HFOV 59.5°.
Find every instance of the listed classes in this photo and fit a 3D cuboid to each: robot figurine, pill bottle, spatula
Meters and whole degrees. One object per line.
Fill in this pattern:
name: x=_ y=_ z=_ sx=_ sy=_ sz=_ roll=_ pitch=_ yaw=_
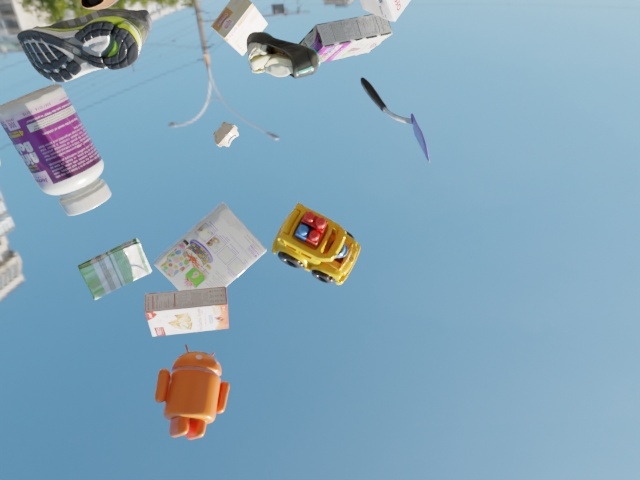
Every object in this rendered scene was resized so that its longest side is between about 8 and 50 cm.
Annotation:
robot figurine: x=-0.314 y=0.369 z=1.374 sx=0.158 sy=0.128 sz=0.219 roll=2 pitch=-119 yaw=4
pill bottle: x=-0.653 y=-0.220 z=1.400 sx=0.169 sy=0.301 sz=0.169 roll=-17 pitch=-155 yaw=9
spatula: x=0.167 y=-0.291 z=1.273 sx=0.030 sy=0.084 sz=0.296 roll=-34 pitch=-125 yaw=-4

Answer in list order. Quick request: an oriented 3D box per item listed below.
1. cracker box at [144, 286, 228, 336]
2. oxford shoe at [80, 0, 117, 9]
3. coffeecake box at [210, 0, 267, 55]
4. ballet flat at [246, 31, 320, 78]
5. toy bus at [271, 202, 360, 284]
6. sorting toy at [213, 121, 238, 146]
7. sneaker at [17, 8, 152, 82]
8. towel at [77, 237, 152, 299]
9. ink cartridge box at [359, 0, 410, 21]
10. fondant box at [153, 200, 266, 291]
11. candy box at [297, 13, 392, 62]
cracker box: x=-0.392 y=0.212 z=1.661 sx=0.232 sy=0.155 sz=0.067 roll=-4 pitch=-125 yaw=-10
oxford shoe: x=-0.418 y=-0.542 z=1.152 sx=0.212 sy=0.076 sz=0.076 roll=-29 pitch=-157 yaw=31
coffeecake box: x=-0.267 y=-0.717 z=1.862 sx=0.068 sy=0.142 sz=0.185 roll=42 pitch=-173 yaw=6
ballet flat: x=-0.124 y=-0.466 z=1.412 sx=0.096 sy=0.095 sz=0.280 roll=-41 pitch=-136 yaw=-23
toy bus: x=0.000 y=0.000 z=1.423 sx=0.220 sy=0.211 sz=0.149 roll=28 pitch=-107 yaw=-1
sorting toy: x=-0.296 y=-0.333 z=1.787 sx=0.083 sy=0.075 sz=0.045 roll=-47 pitch=-116 yaw=4
sneaker: x=-0.451 y=-0.385 z=1.085 sx=0.300 sy=0.111 sz=0.121 roll=3 pitch=-139 yaw=21
towel: x=-0.491 y=0.071 z=1.348 sx=0.152 sy=0.113 sz=0.023 roll=-30 pitch=-138 yaw=-24
ink cartridge box: x=0.202 y=-0.742 z=1.427 sx=0.117 sy=0.201 sz=0.278 roll=33 pitch=-96 yaw=27
fondant box: x=-0.398 y=0.052 z=2.030 sx=0.330 sy=0.238 sz=0.096 roll=-42 pitch=-162 yaw=-5
candy box: x=0.068 y=-0.585 z=1.629 sx=0.234 sy=0.071 sz=0.159 roll=-19 pitch=-176 yaw=-23
